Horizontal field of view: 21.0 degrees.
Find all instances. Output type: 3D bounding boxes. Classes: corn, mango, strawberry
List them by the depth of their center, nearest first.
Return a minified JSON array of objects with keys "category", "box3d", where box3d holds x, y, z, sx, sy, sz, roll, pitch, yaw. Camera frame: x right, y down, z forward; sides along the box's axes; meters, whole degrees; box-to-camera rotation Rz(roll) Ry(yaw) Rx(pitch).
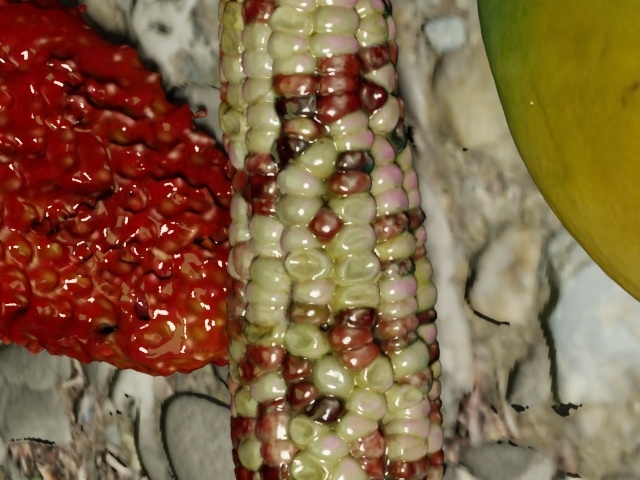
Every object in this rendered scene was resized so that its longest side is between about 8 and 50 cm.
[{"category":"mango","box3d":[0.119,-0.053,0.583,0.195,0.091,0.130,51,135,36]},{"category":"corn","box3d":[0.000,0.000,0.715,0.092,0.092,0.281,3,101,46]},{"category":"strawberry","box3d":[-0.147,-0.022,0.852,0.286,0.106,0.188,30,122,37]}]
